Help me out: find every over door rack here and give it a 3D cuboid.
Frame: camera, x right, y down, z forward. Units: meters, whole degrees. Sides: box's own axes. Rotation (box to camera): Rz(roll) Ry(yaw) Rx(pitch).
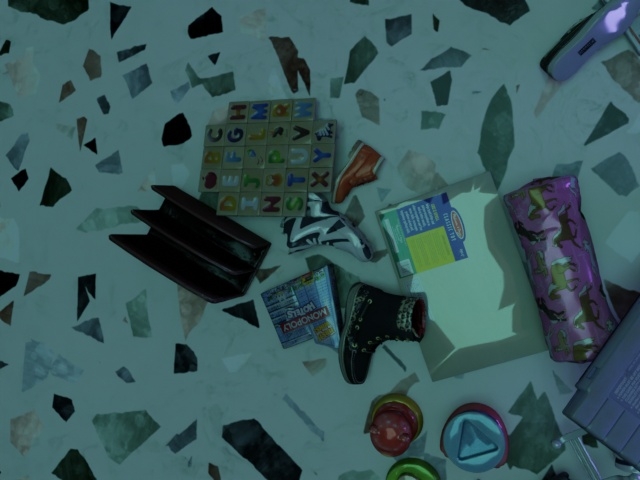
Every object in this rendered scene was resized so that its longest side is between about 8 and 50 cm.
[{"bbox_3d":[0.649,0.434,1.247,0.324,0.108,0.239,-31,72,18],"label":"over door rack"}]

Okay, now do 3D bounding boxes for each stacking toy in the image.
[{"bbox_3d":[0.256,0.495,1.419,0.309,0.130,0.279,-1,91,16],"label":"stacking toy"}]

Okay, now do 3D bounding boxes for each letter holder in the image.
[{"bbox_3d":[-0.306,0.002,1.507,0.302,0.214,0.152,30,99,12],"label":"letter holder"}]

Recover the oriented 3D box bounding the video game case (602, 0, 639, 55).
[{"bbox_3d":[0.672,-0.553,1.321,0.204,0.025,0.285,-32,84,14],"label":"video game case"}]

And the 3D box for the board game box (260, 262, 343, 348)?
[{"bbox_3d":[-0.025,0.180,1.519,0.194,0.060,0.194,-24,85,15],"label":"board game box"}]

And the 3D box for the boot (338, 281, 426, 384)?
[{"bbox_3d":[0.136,0.220,1.432,0.179,0.085,0.236,7,92,39],"label":"boot"}]

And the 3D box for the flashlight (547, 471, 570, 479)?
[{"bbox_3d":[0.428,0.619,1.391,0.304,0.103,0.103,-36,84,13],"label":"flashlight"}]

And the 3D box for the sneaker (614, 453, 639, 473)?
[{"bbox_3d":[0.724,0.424,1.317,0.235,0.090,0.094,-3,82,14],"label":"sneaker"}]

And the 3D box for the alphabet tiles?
[{"bbox_3d":[-0.129,-0.195,1.515,0.343,0.011,0.285,2,80,21],"label":"alphabet tiles"}]

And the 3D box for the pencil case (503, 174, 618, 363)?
[{"bbox_3d":[0.497,0.054,1.316,0.160,0.167,0.386,-16,87,-7],"label":"pencil case"}]

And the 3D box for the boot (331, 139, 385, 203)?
[{"bbox_3d":[0.084,-0.143,1.480,0.085,0.059,0.158,31,98,7],"label":"boot"}]

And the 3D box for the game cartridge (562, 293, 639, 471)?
[{"bbox_3d":[0.637,0.243,1.195,0.230,0.068,0.355,37,86,6],"label":"game cartridge"}]

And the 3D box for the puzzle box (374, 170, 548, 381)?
[{"bbox_3d":[0.312,0.080,1.428,0.272,0.052,0.408,-19,87,15],"label":"puzzle box"}]

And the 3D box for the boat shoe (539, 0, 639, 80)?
[{"bbox_3d":[0.549,-0.428,1.329,0.219,0.078,0.070,-41,38,16],"label":"boat shoe"}]

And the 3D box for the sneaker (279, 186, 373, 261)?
[{"bbox_3d":[0.000,0.000,1.489,0.235,0.094,0.153,43,103,10],"label":"sneaker"}]
